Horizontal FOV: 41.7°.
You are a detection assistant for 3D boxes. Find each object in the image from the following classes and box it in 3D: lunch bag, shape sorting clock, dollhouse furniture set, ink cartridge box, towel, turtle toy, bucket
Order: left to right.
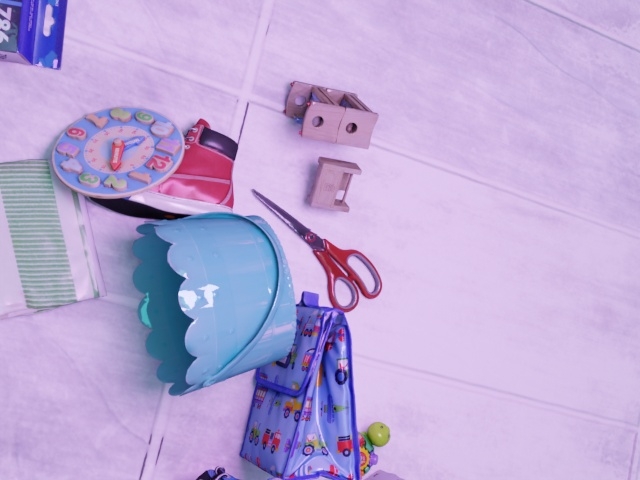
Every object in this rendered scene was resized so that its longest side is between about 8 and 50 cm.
[{"bbox_3d":[-0.557,-0.372,1.286,0.332,0.065,0.165,5,84,-23],"label":"ink cartridge box"},{"bbox_3d":[-0.515,0.008,1.292,0.324,0.038,0.248,-12,91,-21],"label":"towel"},{"bbox_3d":[-0.317,-0.144,1.321,0.206,0.040,0.206,3,50,-3],"label":"shape sorting clock"},{"bbox_3d":[-0.168,0.089,1.310,0.183,0.281,0.281,-11,91,-26],"label":"bucket"},{"bbox_3d":[-0.022,0.230,1.375,0.138,0.221,0.293,8,83,-22],"label":"lunch bag"},{"bbox_3d":[-0.001,-0.166,1.485,0.129,0.129,0.184,8,113,-21],"label":"dollhouse furniture set"},{"bbox_3d":[0.069,0.371,1.487,0.130,0.066,0.095,-42,102,-19],"label":"turtle toy"}]

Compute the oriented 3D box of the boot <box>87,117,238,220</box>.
[{"bbox_3d":[-0.258,-0.126,1.386,0.244,0.088,0.176,9,75,-21],"label":"boot"}]

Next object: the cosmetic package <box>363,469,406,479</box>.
[{"bbox_3d":[0.145,0.532,1.481,0.085,0.117,0.231,-28,96,-23],"label":"cosmetic package"}]

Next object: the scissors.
[{"bbox_3d":[0.000,0.000,1.513,0.109,0.021,0.297,-39,100,-17],"label":"scissors"}]

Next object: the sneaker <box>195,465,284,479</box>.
[{"bbox_3d":[-0.137,0.419,1.272,0.147,0.330,0.130,39,52,-1],"label":"sneaker"}]
